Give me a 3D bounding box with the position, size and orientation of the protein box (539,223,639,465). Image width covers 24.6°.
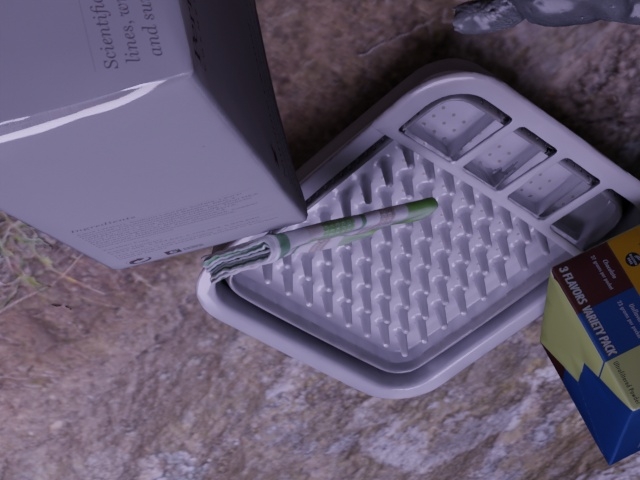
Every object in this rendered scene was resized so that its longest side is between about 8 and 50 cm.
[{"bbox_3d":[0.309,0.069,1.244,0.201,0.136,0.200,-25,159,-5],"label":"protein box"}]

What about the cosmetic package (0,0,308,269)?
[{"bbox_3d":[-0.125,-0.123,0.869,0.156,0.217,0.385,-14,171,4],"label":"cosmetic package"}]

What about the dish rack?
[{"bbox_3d":[0.086,-0.009,1.246,0.285,0.072,0.333,29,125,-35],"label":"dish rack"}]

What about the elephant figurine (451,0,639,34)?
[{"bbox_3d":[0.183,-0.268,0.957,0.169,0.186,0.239,17,138,37],"label":"elephant figurine"}]

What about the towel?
[{"bbox_3d":[0.000,0.000,1.096,0.152,0.023,0.113,-14,179,-33],"label":"towel"}]
